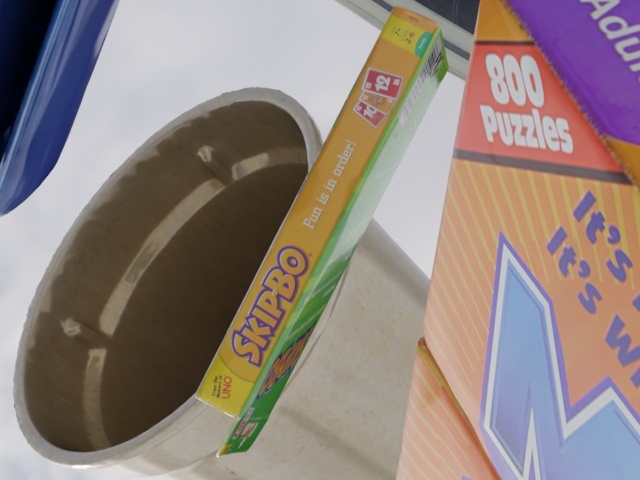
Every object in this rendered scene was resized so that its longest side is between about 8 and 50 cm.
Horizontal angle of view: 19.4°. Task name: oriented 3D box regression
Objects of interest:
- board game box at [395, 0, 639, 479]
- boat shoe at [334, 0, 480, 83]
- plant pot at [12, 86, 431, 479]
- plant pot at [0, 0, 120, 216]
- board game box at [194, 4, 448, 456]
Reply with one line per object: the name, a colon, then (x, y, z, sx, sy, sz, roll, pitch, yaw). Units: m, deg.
board game box: (0.266, 0.110, 0.617, 0.356, 0.356, 0.356, -18, -35, -17)
boat shoe: (0.185, -0.159, 1.407, 0.187, 0.500, 0.156, 27, -81, -48)
plant pot: (-0.024, 0.100, 1.512, 0.305, 0.334, 0.334, 38, -94, -32)
plant pot: (-0.216, -0.147, 0.857, 0.212, 0.236, 0.236, -2, -37, -26)
board game box: (0.000, 0.000, 1.054, 0.124, 0.039, 0.259, 42, -107, -82)
